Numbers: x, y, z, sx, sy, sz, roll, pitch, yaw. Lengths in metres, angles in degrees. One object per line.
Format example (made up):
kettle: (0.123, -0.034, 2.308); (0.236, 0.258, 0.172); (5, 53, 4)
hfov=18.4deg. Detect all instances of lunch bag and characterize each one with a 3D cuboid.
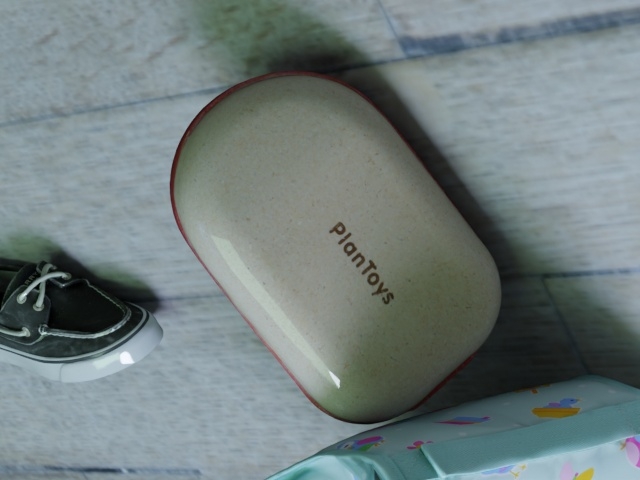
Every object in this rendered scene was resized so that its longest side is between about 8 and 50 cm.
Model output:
lunch bag: (0.080, 0.184, 1.265); (0.262, 0.223, 0.160); (-48, 56, 53)

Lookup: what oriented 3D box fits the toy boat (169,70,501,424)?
toy boat: (0.000, 0.000, 1.272); (0.231, 0.151, 0.151); (52, 169, -13)

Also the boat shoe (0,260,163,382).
boat shoe: (-0.216, 0.057, 1.530); (0.219, 0.078, 0.070); (4, 129, 40)
